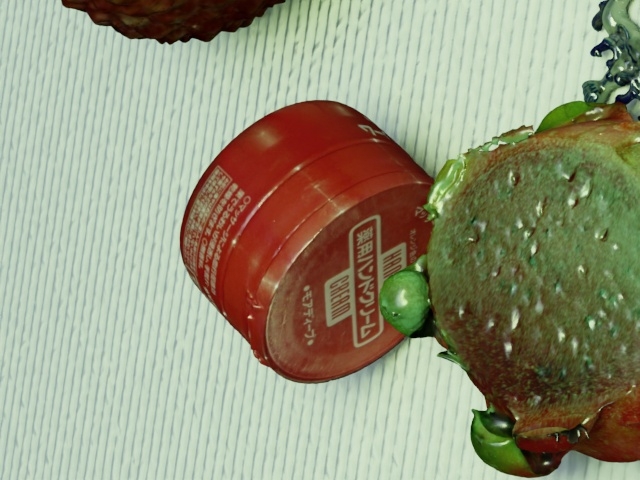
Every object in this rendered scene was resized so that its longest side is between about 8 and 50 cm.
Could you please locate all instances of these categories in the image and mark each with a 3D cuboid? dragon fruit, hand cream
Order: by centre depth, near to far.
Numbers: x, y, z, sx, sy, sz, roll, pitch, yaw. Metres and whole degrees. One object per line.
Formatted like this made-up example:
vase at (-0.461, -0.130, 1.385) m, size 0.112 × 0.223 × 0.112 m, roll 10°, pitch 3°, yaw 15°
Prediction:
dragon fruit at (0.182, 0.033, 1.371) m, size 0.295 × 0.130 × 0.268 m, roll 0°, pitch 87°, yaw 40°
hand cream at (0.000, 0.000, 1.497) m, size 0.125 × 0.193 × 0.193 m, roll 45°, pitch 113°, yaw 33°

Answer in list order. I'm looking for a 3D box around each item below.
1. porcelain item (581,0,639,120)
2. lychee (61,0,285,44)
porcelain item at (0.217, -0.122, 1.435) m, size 0.075 × 0.021 × 0.136 m, roll -42°, pitch 59°, yaw 34°
lychee at (-0.120, -0.287, 1.583) m, size 0.300 × 0.264 × 0.264 m, roll -9°, pitch 78°, yaw 19°
